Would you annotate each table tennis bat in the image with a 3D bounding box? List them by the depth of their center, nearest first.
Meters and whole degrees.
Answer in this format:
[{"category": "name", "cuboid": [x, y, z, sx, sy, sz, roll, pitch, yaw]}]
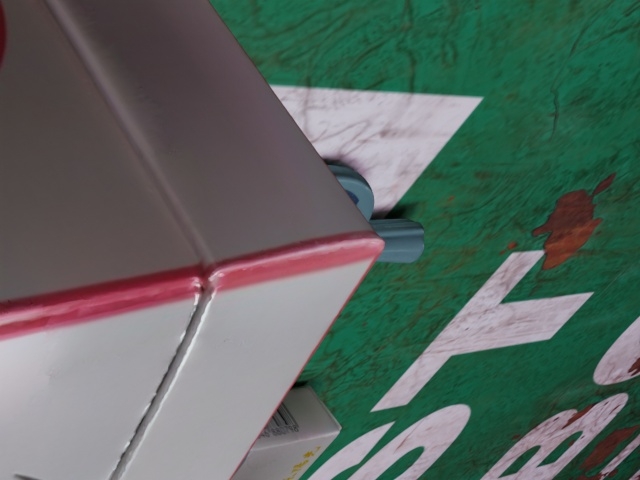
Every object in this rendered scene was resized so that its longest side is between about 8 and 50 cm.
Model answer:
[{"category": "table tennis bat", "cuboid": [0.000, 0.000, 1.224, 0.237, 0.038, 0.149, 2, 135, -50]}]

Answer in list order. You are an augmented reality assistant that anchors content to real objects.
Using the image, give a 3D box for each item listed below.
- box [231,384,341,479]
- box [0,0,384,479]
[{"category": "box", "cuboid": [-0.150, 0.274, 1.472, 0.200, 0.065, 0.343, -3, 139, -52]}, {"category": "box", "cuboid": [-0.221, 0.010, 0.615, 0.300, 0.312, 0.314, -11, 146, -39]}]
